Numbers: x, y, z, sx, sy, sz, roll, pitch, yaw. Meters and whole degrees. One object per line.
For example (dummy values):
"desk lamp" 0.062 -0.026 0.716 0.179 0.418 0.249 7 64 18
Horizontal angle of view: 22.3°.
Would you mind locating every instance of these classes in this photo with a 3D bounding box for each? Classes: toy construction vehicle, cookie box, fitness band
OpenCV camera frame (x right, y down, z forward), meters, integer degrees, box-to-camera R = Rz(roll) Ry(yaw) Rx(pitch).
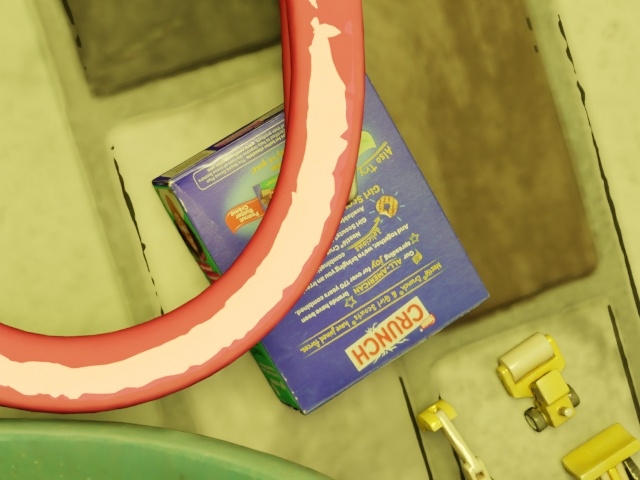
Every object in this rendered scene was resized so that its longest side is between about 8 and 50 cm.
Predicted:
"toy construction vehicle" 0.094 0.096 0.683 0.086 0.035 0.098 -29 101 -13
"cookie box" 0.000 0.000 0.646 0.092 0.040 0.107 -31 100 -11
"fitness band" -0.091 -0.084 0.583 0.209 0.054 0.290 -4 85 -8

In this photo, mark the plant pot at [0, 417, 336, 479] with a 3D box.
"plant pot" -0.117 0.273 0.483 0.341 0.341 0.334 -8 111 -16
